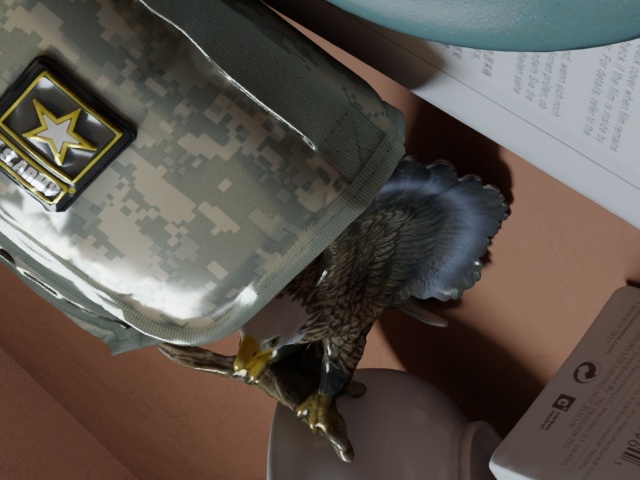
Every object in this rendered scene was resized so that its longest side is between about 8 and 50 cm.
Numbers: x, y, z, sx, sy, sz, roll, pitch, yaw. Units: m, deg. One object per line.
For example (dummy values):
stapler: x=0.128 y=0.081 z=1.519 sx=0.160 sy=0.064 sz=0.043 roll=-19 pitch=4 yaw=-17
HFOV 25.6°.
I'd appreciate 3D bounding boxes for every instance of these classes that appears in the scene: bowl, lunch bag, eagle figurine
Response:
bowl: x=0.083 y=0.226 z=1.128 sx=0.134 sy=0.298 sz=0.298 roll=-16 pitch=130 yaw=22
lunch bag: x=-0.114 y=-0.071 z=0.680 sx=0.235 sy=0.169 sz=0.287 roll=40 pitch=161 yaw=-13
eagle figurine: x=-0.002 y=0.006 z=0.973 sx=0.226 sy=0.225 sz=0.298 roll=3 pitch=124 yaw=-7

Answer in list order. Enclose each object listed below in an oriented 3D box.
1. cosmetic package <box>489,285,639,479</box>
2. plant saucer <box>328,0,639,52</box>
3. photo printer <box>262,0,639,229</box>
cosmetic package: x=0.229 y=0.152 z=0.841 sx=0.151 sy=0.151 sz=0.184 roll=18 pitch=149 yaw=49
plant saucer: x=0.031 y=-0.198 z=0.396 sx=0.317 sy=0.043 sz=0.318 roll=19 pitch=125 yaw=29
photo printer: x=0.100 y=-0.128 z=0.539 sx=0.307 sy=0.107 sz=0.256 roll=33 pitch=158 yaw=19
